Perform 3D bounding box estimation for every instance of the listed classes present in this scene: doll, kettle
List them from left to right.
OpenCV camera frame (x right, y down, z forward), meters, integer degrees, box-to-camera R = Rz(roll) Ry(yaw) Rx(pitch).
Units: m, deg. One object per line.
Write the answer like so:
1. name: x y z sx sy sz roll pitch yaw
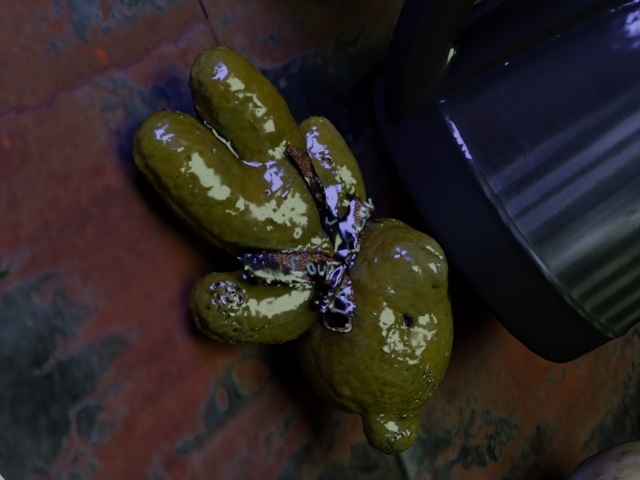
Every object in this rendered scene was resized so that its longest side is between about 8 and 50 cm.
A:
1. doll: 0.000 0.000 0.745 0.209 0.097 0.137 47 48 -26
2. kettle: 0.181 -0.101 0.833 0.251 0.271 0.207 54 20 -9

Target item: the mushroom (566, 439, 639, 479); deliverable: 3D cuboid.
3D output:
1. mushroom: 0.192 0.192 0.916 0.148 0.112 0.148 21 62 -46

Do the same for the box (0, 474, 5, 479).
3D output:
1. box: -0.135 0.138 0.577 0.058 0.015 0.093 56 41 -22
